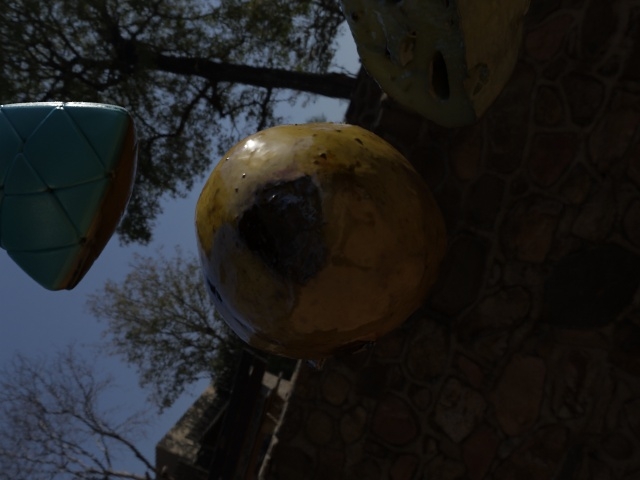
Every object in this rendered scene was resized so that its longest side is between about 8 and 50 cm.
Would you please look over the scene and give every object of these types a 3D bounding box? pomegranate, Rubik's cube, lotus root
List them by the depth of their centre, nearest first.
[{"bbox_3d":[0.101,-0.228,0.435,0.119,0.138,0.235,-48,-41,-30],"label":"lotus root"},{"bbox_3d":[0.000,0.000,0.553,0.281,0.281,0.281,18,-90,-84],"label":"pomegranate"},{"bbox_3d":[-0.341,-0.107,0.621,0.254,0.254,0.254,18,-90,-84],"label":"Rubik's cube"}]

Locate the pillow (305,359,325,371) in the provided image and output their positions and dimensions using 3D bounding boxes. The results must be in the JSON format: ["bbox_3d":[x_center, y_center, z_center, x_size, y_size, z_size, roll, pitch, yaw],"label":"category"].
[{"bbox_3d":[0.011,0.089,0.821,0.043,0.126,0.232,27,-92,-42],"label":"pillow"}]
